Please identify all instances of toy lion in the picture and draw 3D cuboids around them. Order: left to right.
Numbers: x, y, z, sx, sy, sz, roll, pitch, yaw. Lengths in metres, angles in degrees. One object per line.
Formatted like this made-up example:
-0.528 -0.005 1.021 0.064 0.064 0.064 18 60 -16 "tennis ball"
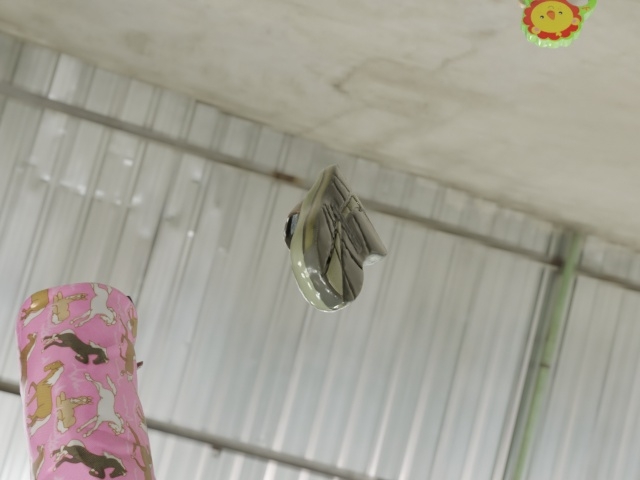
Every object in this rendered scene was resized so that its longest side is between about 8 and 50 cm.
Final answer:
0.279 -0.270 1.398 0.100 0.096 0.034 -18 152 -6 "toy lion"

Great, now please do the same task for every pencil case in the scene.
-0.268 0.230 1.412 0.167 0.386 0.160 7 132 -25 "pencil case"

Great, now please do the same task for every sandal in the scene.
-0.001 -0.001 1.258 0.086 0.120 0.303 -27 -173 17 "sandal"
